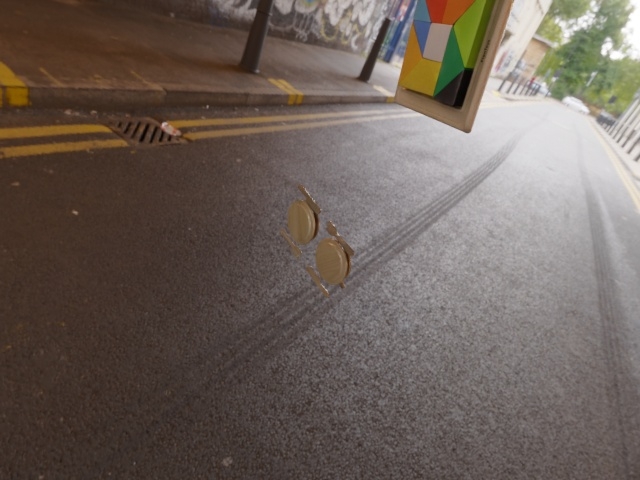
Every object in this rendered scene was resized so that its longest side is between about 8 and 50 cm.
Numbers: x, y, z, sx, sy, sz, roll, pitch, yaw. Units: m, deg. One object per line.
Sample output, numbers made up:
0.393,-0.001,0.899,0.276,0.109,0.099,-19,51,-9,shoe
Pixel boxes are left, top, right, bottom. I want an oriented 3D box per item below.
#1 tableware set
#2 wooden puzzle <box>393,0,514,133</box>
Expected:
0.000,0.000,0.774,0.039,0.128,0.194,-10,50,-38,tableware set
0.192,-0.308,0.643,0.044,0.221,0.239,-2,30,-21,wooden puzzle
